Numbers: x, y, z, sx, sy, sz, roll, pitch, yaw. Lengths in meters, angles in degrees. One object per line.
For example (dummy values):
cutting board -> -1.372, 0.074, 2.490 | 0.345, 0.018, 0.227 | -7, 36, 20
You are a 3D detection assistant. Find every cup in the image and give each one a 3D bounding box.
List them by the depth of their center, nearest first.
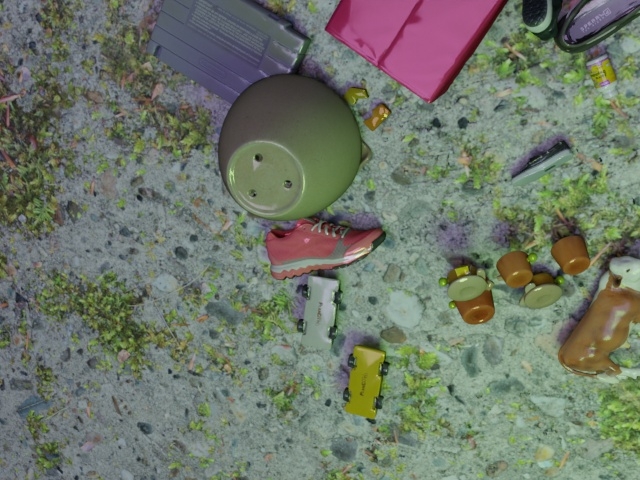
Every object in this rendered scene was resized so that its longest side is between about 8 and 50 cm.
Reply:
cup -> -0.088, -0.174, 1.515 | 0.330, 0.237, 0.331 | 5, 115, 10

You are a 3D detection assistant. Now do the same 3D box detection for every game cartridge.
game cartridge -> -0.215, -0.454, 1.611 | 0.355, 0.068, 0.230 | 32, 111, 7

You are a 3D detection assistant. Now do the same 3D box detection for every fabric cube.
fabric cube -> 0.204, -0.458, 1.360 | 0.259, 0.254, 0.258 | 36, 116, 5

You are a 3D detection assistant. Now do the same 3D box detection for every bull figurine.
bull figurine -> 0.651, 0.176, 1.512 | 0.188, 0.101, 0.311 | 29, 115, 5

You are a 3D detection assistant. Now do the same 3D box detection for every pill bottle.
pill bottle -> 0.568, -0.328, 1.397 | 0.043, 0.043, 0.083 | -23, 100, 24

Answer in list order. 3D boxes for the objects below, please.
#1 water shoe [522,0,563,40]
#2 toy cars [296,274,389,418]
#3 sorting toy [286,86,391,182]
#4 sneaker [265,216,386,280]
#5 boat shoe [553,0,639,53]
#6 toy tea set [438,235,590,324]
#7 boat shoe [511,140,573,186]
water shoe -> 0.434, -0.486, 1.359 | 0.072, 0.080, 0.203 | 1, 72, 40
toy cars -> 0.063, 0.258, 1.754 | 0.176, 0.087, 0.394 | -31, 93, 20
sorting toy -> 0.005, -0.240, 1.620 | 0.229, 0.041, 0.307 | 45, 116, 0
sneaker -> -0.001, 0.000, 1.666 | 0.313, 0.116, 0.136 | -14, 102, 23
boat shoe -> 0.591, -0.475, 1.309 | 0.335, 0.095, 0.112 | -39, 93, 26
toy tea set -> 0.426, 0.068, 1.550 | 0.335, 0.124, 0.200 | -14, 139, 4
boat shoe -> 0.470, -0.163, 1.491 | 0.142, 0.049, 0.040 | -30, 64, 27
